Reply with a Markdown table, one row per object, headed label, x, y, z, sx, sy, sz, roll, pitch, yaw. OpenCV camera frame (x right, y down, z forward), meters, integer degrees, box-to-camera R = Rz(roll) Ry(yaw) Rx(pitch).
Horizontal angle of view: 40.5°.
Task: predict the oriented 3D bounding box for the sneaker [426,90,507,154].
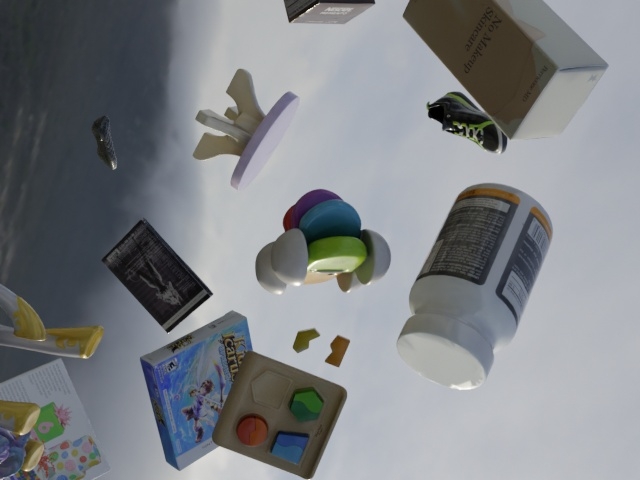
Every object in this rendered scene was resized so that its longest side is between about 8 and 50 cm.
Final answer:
| label | x | y | z | sx | sy | sz | roll | pitch | yaw |
| --- | --- | --- | --- | --- | --- | --- | --- | --- | --- |
| sneaker | 0.316 | -0.248 | 1.915 | 0.235 | 0.097 | 0.084 | 48 | -27 | 46 |

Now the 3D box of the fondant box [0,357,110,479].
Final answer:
| label | x | y | z | sx | sy | sz | roll | pitch | yaw |
| --- | --- | --- | --- | --- | --- | --- | --- | --- | --- |
| fondant box | -0.593 | 0.395 | 1.605 | 0.096 | 0.330 | 0.238 | -33 | -98 | 57 |

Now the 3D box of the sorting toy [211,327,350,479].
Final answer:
| label | x | y | z | sx | sy | sz | roll | pitch | yaw |
| --- | --- | --- | --- | --- | --- | --- | --- | --- | --- |
| sorting toy | -0.067 | 0.317 | 1.774 | 0.041 | 0.229 | 0.307 | -75 | -172 | -84 |

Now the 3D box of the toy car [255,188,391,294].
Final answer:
| label | x | y | z | sx | sy | sz | roll | pitch | yaw |
| --- | --- | --- | --- | --- | --- | --- | --- | --- | --- |
| toy car | 0.000 | 0.000 | 1.181 | 0.182 | 0.159 | 0.136 | 149 | -61 | -68 |

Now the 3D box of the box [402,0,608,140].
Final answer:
| label | x | y | z | sx | sy | sz | roll | pitch | yaw |
| --- | --- | --- | --- | --- | --- | --- | --- | --- | --- |
| box | 0.278 | -0.311 | 1.345 | 0.311 | 0.121 | 0.148 | 56 | -42 | 30 |

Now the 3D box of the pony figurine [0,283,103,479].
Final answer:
| label | x | y | z | sx | sy | sz | roll | pitch | yaw |
| --- | --- | --- | --- | --- | --- | --- | --- | --- | --- |
| pony figurine | -0.541 | 0.179 | 1.213 | 0.351 | 0.363 | 0.303 | -64 | 170 | -4 |

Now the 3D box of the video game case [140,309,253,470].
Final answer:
| label | x | y | z | sx | sy | sz | roll | pitch | yaw |
| --- | --- | --- | --- | --- | --- | --- | --- | --- | --- |
| video game case | -0.247 | 0.323 | 1.882 | 0.061 | 0.244 | 0.270 | 17 | -55 | 45 |

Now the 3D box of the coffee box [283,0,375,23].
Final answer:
| label | x | y | z | sx | sy | sz | roll | pitch | yaw |
| --- | --- | --- | --- | --- | --- | --- | --- | --- | --- |
| coffee box | -0.007 | -0.522 | 1.553 | 0.098 | 0.141 | 0.247 | -17 | -94 | 51 |

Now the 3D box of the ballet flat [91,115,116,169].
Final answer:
| label | x | y | z | sx | sy | sz | roll | pitch | yaw |
| --- | --- | --- | --- | --- | --- | --- | --- | --- | --- |
| ballet flat | -0.531 | -0.239 | 2.170 | 0.049 | 0.057 | 0.173 | -49 | 159 | -29 |

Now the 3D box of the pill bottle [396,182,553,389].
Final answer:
| label | x | y | z | sx | sy | sz | roll | pitch | yaw |
| --- | --- | --- | --- | --- | --- | --- | --- | --- | --- |
| pill bottle | 0.221 | 0.063 | 1.245 | 0.278 | 0.162 | 0.162 | -59 | -170 | -32 |

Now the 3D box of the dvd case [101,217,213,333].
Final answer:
| label | x | y | z | sx | sy | sz | roll | pitch | yaw |
| --- | --- | --- | --- | --- | --- | --- | --- | --- | --- |
| dvd case | -0.355 | 0.079 | 1.880 | 0.164 | 0.221 | 0.018 | -40 | -177 | 32 |

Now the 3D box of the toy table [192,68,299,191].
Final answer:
| label | x | y | z | sx | sy | sz | roll | pitch | yaw |
| --- | --- | --- | --- | --- | --- | --- | --- | --- | --- |
| toy table | -0.188 | -0.276 | 2.120 | 0.274 | 0.161 | 0.252 | -57 | 173 | 6 |
